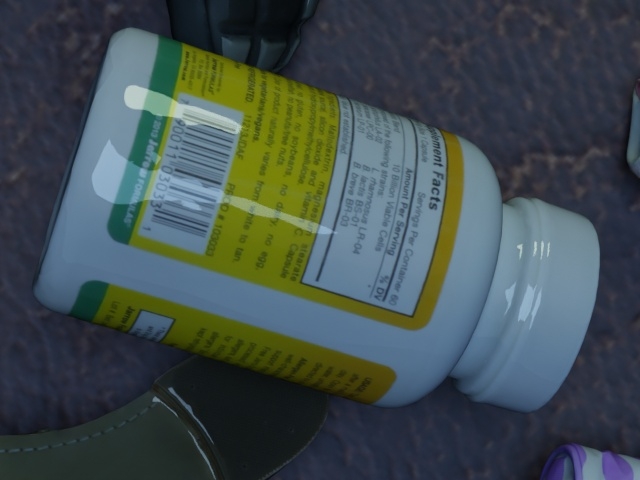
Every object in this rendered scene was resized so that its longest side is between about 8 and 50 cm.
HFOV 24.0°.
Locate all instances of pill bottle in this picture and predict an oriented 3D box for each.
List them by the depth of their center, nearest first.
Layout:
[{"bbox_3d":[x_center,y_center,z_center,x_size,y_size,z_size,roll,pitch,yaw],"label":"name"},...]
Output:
[{"bbox_3d":[0.000,0.000,0.605,0.208,0.117,0.118,17,87,-11],"label":"pill bottle"}]

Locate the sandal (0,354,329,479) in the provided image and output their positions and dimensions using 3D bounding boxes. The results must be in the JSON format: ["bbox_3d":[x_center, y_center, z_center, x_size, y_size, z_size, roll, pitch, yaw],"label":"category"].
[{"bbox_3d":[-0.108,0.116,0.629,0.240,0.079,0.088,-24,76,-25],"label":"sandal"}]

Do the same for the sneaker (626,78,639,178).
[{"bbox_3d":[0.181,-0.074,0.653,0.070,0.051,0.134,29,91,-6],"label":"sneaker"}]

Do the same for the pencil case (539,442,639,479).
[{"bbox_3d":[0.181,0.146,0.628,0.206,0.088,0.086,14,90,-2],"label":"pencil case"}]

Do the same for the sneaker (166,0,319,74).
[{"bbox_3d":[-0.059,-0.197,0.641,0.106,0.101,0.267,-1,96,28],"label":"sneaker"}]
